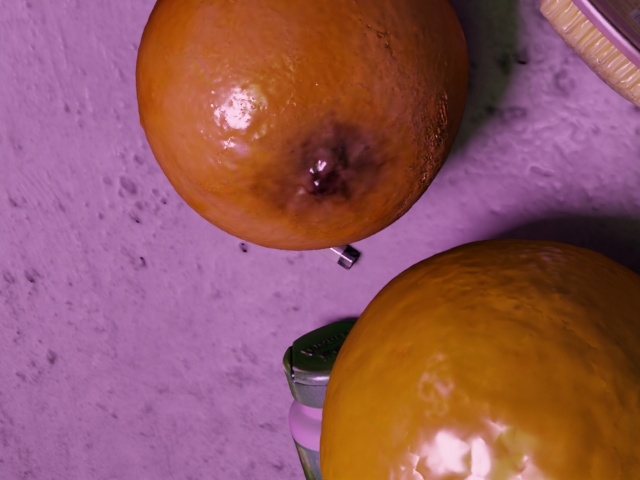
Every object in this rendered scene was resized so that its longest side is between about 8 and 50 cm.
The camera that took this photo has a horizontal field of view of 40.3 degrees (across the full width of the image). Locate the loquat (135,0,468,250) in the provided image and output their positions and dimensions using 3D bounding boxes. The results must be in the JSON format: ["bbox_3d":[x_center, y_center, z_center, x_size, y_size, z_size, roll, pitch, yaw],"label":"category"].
[{"bbox_3d":[-0.012,-0.116,0.686,0.263,0.263,0.263,12,121,22],"label":"loquat"}]

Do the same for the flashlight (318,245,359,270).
[{"bbox_3d":[0.000,0.000,0.884,0.083,0.018,0.018,33,126,8],"label":"flashlight"}]

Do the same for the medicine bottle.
[{"bbox_3d":[0.045,0.225,0.912,0.133,0.133,0.274,-4,113,29],"label":"medicine bottle"}]

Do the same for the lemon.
[{"bbox_3d":[0.159,0.157,0.695,0.348,0.348,0.348,12,121,22],"label":"lemon"}]

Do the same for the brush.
[{"bbox_3d":[0.170,-0.207,0.659,0.313,0.072,0.067,45,141,1],"label":"brush"}]
